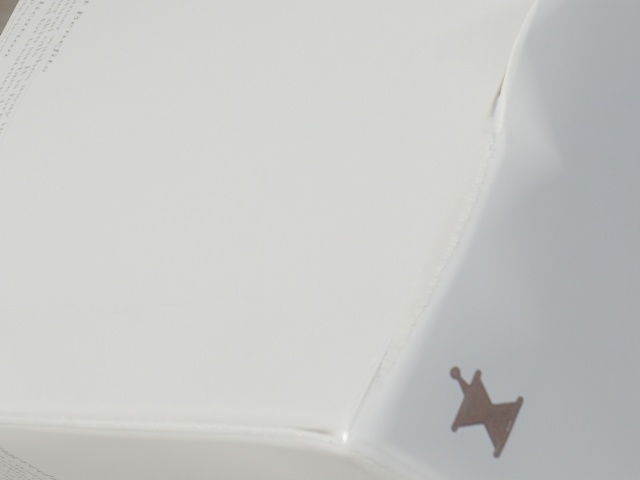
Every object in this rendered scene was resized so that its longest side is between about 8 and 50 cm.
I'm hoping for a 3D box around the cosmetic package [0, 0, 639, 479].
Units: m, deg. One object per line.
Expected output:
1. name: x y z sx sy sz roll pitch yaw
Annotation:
1. cosmetic package: 0.000 0.000 0.624 0.385 0.156 0.217 -3 58 57
